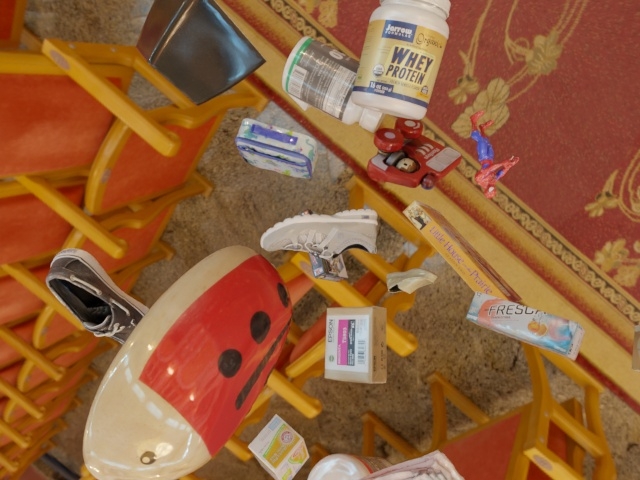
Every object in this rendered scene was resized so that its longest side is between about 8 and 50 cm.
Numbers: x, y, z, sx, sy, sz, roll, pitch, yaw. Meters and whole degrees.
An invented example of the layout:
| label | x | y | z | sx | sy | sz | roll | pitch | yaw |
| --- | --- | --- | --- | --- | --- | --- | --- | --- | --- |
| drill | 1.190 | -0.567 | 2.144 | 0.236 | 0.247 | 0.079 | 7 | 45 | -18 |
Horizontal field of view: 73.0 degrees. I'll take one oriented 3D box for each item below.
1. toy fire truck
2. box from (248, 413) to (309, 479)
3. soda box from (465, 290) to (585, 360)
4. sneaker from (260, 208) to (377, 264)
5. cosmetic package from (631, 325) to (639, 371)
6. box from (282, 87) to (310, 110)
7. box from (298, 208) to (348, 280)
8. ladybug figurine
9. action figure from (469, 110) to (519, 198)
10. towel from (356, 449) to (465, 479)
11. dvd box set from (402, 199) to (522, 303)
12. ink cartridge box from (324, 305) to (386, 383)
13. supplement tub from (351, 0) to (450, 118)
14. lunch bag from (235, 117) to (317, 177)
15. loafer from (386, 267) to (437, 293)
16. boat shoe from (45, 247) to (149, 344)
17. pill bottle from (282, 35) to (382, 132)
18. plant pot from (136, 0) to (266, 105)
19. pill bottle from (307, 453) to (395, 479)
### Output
| label | x | y | z | sx | sy | sz | roll | pitch | yaw |
| --- | --- | --- | --- | --- | --- | --- | --- | --- | --- |
| toy fire truck | 0.319 | -0.281 | 1.501 | 0.254 | 0.302 | 0.169 | 34 | 141 | 25 |
| box | -0.111 | 0.590 | 1.207 | 0.103 | 0.114 | 0.203 | 32 | 150 | 26 |
| soda box | 0.362 | 0.149 | 0.778 | 0.183 | 0.058 | 0.063 | 16 | 170 | 46 |
| sneaker | 0.000 | 0.000 | 1.005 | 0.281 | 0.105 | 0.115 | -9 | 79 | 3 |
| cosmetic package | 0.817 | 0.271 | 1.077 | 0.041 | 0.115 | 0.060 | 14 | 166 | 4 |
| box | -0.037 | -0.612 | 1.690 | 0.130 | 0.170 | 0.091 | 46 | 149 | 4 |
| box | 0.010 | 0.020 | 1.470 | 0.044 | 0.159 | 0.233 | -25 | 69 | 26 |
| ladybug figurine | -0.177 | 0.195 | 0.728 | 0.162 | 0.449 | 0.305 | 18 | 139 | 17 |
| action figure | 0.507 | -0.255 | 1.241 | 0.091 | 0.280 | 0.139 | 23 | 153 | -34 |
| towel | 0.196 | 0.499 | 0.652 | 0.332 | 0.053 | 0.317 | 50 | 141 | 17 |
| dvd box set | 0.468 | 0.053 | 1.407 | 0.062 | 0.308 | 0.420 | -46 | 65 | 19 |
| ink cartridge box | 0.113 | 0.333 | 1.398 | 0.193 | 0.088 | 0.234 | -10 | 72 | 40 |
| supplement tub | 0.232 | -0.529 | 1.246 | 0.228 | 0.228 | 0.316 | 18 | 105 | 14 |
| lunch bag | -0.119 | -0.251 | 1.196 | 0.219 | 0.176 | 0.090 | 17 | 79 | 3 |
| loafer | 0.399 | 0.186 | 1.909 | 0.102 | 0.092 | 0.268 | 25 | 157 | -29 |
| boat shoe | -0.449 | 0.153 | 0.908 | 0.108 | 0.102 | 0.301 | -20 | 126 | 4 |
| pill bottle | 0.067 | -0.530 | 1.495 | 0.361 | 0.204 | 0.204 | 29 | 125 | 4 |
| plant pot | -0.257 | -0.390 | 0.871 | 0.167 | 0.188 | 0.187 | -45 | 137 | 6 |
| pill bottle | 0.113 | 0.625 | 1.061 | 0.176 | 0.176 | 0.318 | -11 | 149 | 29 |
